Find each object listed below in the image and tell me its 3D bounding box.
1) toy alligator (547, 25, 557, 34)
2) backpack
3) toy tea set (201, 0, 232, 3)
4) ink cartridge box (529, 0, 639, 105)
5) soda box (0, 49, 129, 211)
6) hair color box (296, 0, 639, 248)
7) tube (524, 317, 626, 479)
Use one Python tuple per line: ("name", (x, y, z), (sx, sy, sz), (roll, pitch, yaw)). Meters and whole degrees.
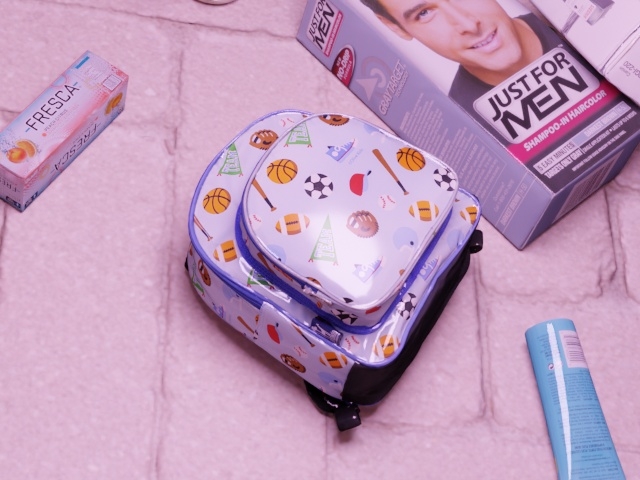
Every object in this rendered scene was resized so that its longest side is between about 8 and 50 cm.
("toy alligator", (0.200, -0.278, 1.690), (0.190, 0.056, 0.051), (30, 95, 7))
("backpack", (0.000, 0.000, 1.364), (0.263, 0.213, 0.276), (26, 56, 16))
("toy tea set", (-0.151, -0.447, 1.664), (0.200, 0.124, 0.336), (14, 55, -5))
("ink cartridge box", (0.349, -0.239, 1.593), (0.159, 0.092, 0.218), (29, 22, -35))
("soda box", (-0.278, -0.117, 1.447), (0.058, 0.063, 0.183), (33, 54, 9))
("hair color box", (0.171, -0.188, 1.581), (0.185, 0.113, 0.374), (-35, 70, -31))
("tube", (0.259, 0.181, 1.398), (0.080, 0.052, 0.207), (-6, 64, -13))
